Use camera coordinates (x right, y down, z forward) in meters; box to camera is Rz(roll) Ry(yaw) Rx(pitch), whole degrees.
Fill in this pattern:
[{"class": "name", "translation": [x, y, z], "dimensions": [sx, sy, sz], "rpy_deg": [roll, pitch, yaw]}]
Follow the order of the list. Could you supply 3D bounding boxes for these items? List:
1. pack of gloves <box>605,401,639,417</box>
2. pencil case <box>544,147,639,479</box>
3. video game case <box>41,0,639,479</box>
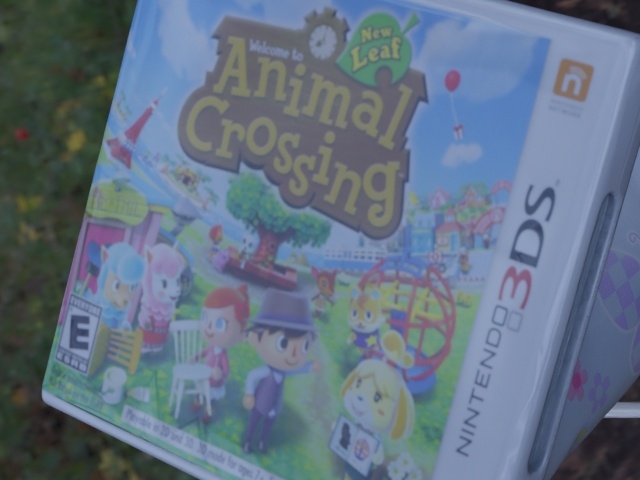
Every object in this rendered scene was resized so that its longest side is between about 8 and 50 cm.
[{"class": "pack of gloves", "translation": [0.328, 0.094, 1.257], "dimensions": [0.232, 0.195, 0.046], "rpy_deg": [-4, 86, 35]}, {"class": "pencil case", "translation": [0.073, 0.033, 0.795], "dimensions": [0.113, 0.273, 0.124], "rpy_deg": [2, 121, 42]}, {"class": "video game case", "translation": [0.000, 0.000, 0.658], "dimensions": [0.212, 0.023, 0.193], "rpy_deg": [21, 100, 36]}]
